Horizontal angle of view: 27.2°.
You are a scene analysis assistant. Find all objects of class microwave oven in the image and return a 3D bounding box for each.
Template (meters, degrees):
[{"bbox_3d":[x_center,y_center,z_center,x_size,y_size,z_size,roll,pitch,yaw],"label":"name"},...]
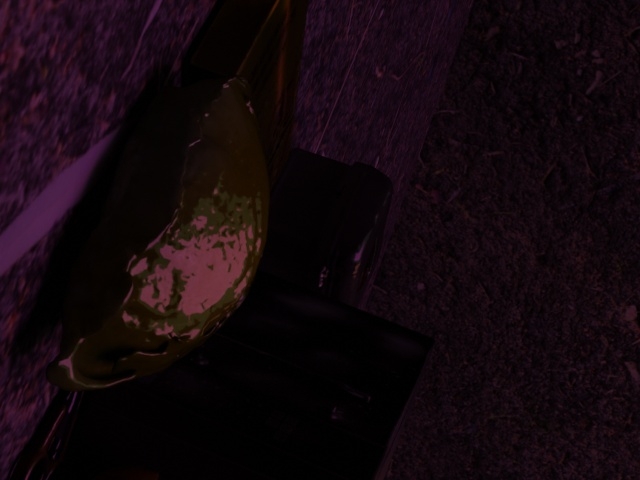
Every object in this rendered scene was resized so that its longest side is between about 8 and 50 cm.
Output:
[{"bbox_3d":[-0.075,0.248,1.253,0.432,0.236,0.374,-41,150,-74],"label":"microwave oven"}]

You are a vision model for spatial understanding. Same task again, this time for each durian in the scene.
[{"bbox_3d":[-0.107,-0.001,0.905,0.139,0.101,0.250,39,67,-45],"label":"durian"}]

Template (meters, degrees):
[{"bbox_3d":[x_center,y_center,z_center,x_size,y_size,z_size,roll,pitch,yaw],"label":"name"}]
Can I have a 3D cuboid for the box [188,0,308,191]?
[{"bbox_3d":[-0.063,-0.103,1.125,0.311,0.043,0.173,101,12,-56],"label":"box"}]

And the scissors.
[{"bbox_3d":[-0.175,0.096,0.975,0.088,0.017,0.220,67,44,-75],"label":"scissors"}]

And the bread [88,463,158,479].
[{"bbox_3d":[-0.176,0.247,0.968,0.189,0.077,0.114,-43,125,-18],"label":"bread"}]

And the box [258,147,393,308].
[{"bbox_3d":[0.000,0.000,1.537,0.210,0.129,0.148,98,14,-62],"label":"box"}]
